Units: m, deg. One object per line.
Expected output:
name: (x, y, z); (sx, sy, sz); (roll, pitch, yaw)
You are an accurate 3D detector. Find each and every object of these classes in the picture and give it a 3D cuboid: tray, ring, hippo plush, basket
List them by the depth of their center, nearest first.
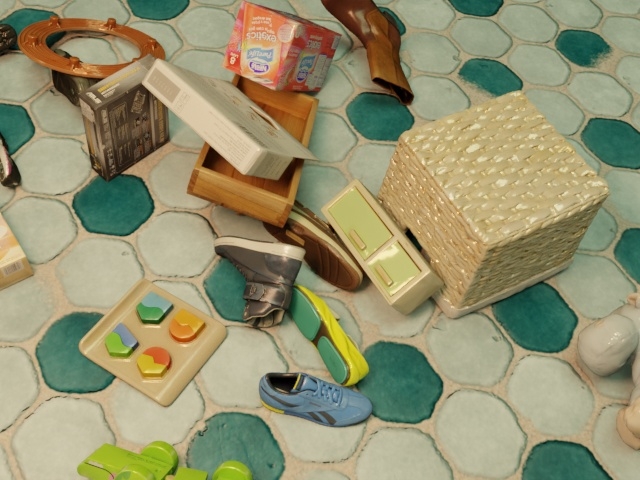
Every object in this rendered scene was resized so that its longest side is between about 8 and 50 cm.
hippo plush: (0.612, 0.204, 1.356); (0.294, 0.234, 0.237); (-19, 59, -19)
basket: (0.330, -0.078, 1.514); (0.331, 0.266, 0.328); (-22, 60, -19)
tray: (-0.133, -0.208, 1.597); (0.202, 0.076, 0.411); (20, 40, -8)
ring: (-0.537, -0.468, 1.775); (0.336, 0.032, 0.337); (11, 33, -7)

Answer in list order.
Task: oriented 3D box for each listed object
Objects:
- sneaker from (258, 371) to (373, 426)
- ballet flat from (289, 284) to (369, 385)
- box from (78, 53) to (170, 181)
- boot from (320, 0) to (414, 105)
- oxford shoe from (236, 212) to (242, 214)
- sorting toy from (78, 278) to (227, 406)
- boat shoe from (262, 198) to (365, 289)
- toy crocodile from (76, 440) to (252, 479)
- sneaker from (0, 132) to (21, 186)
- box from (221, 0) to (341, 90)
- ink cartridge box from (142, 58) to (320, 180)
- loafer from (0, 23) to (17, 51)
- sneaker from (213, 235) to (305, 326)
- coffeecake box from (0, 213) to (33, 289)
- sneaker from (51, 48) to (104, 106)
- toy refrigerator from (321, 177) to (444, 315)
sneaker: (-0.007, 0.276, 1.327); (0.209, 0.082, 0.069); (11, 51, 0)
ballet flat: (0.016, 0.175, 1.415); (0.077, 0.077, 0.231); (-7, 49, -38)
box: (-0.406, -0.255, 1.576); (0.056, 0.231, 0.183); (39, 59, 17)
boot: (0.110, -0.483, 1.845); (0.264, 0.096, 0.281); (30, 42, -40)
oxford shoe: (-0.207, -0.140, 1.617); (0.076, 0.076, 0.212); (-32, 60, -11)
sorting toy: (-0.308, 0.180, 1.388); (0.208, 0.038, 0.193); (29, 56, 14)
boat shoe: (0.002, -0.006, 1.529); (0.257, 0.095, 0.095); (40, 49, 18)
toy crocodile: (-0.223, 0.406, 1.198); (0.340, 0.105, 0.115); (14, 12, 5)
sneaker: (-0.698, -0.170, 1.592); (0.077, 0.072, 0.178); (-28, 53, -11)
box: (-0.082, -0.435, 1.708); (0.142, 0.154, 0.300); (26, 19, 14)
ink cartridge box: (-0.171, -0.233, 1.495); (0.296, 0.066, 0.261); (42, 16, 18)
loafer: (-0.832, -0.455, 1.781); (0.223, 0.076, 0.078); (-27, 25, -16)
sneaker: (-0.140, 0.079, 1.451); (0.226, 0.086, 0.164); (8, 84, 41)
coffeecake box: (-0.667, 0.016, 1.448); (0.142, 0.068, 0.185); (-29, 61, -23)
sneaker: (-0.545, -0.379, 1.749); (0.130, 0.087, 0.227); (-8, 34, -39)
toy refrigerator: (0.117, 0.009, 1.481); (0.102, 0.094, 0.270); (-40, 58, 9)
